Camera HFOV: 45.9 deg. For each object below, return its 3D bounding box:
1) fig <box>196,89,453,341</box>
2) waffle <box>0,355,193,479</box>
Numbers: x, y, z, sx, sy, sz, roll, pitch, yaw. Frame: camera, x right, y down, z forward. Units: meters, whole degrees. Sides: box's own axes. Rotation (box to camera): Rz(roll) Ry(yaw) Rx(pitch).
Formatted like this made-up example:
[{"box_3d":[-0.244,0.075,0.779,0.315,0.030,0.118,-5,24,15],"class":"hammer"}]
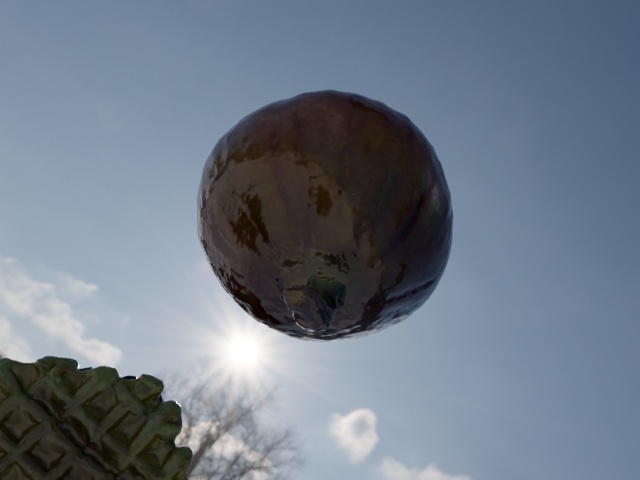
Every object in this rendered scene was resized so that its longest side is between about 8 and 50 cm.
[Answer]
[{"box_3d":[0.010,0.001,0.445,0.148,0.149,0.202,107,-30,-42],"class":"fig"},{"box_3d":[-0.208,0.195,0.600,0.214,0.207,0.054,-1,-20,-8],"class":"waffle"}]
